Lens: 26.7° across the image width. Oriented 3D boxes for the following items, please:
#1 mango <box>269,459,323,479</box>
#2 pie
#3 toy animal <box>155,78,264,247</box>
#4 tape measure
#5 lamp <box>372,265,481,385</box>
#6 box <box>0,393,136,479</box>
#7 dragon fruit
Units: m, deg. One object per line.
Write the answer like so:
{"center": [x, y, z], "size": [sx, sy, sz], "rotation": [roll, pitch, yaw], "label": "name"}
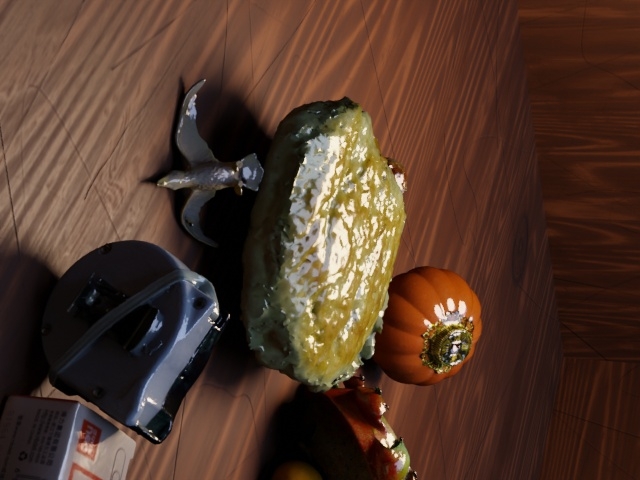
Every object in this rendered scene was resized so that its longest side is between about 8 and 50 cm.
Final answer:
{"center": [-0.032, 0.387, 2.023], "size": [0.184, 0.085, 0.102], "rotation": [82, -2, -69], "label": "mango"}
{"center": [-0.009, 0.008, 1.872], "size": [0.418, 0.180, 0.395], "rotation": [35, 66, -71], "label": "pie"}
{"center": [-0.137, -0.084, 1.644], "size": [0.155, 0.095, 0.219], "rotation": [-34, 124, -71], "label": "toy animal"}
{"center": [-0.196, 0.092, 1.382], "size": [0.182, 0.181, 0.107], "rotation": [-62, 152, -13], "label": "tape measure"}
{"center": [0.185, 0.153, 2.417], "size": [0.223, 0.196, 0.223], "rotation": [-15, 118, -29], "label": "lamp"}
{"center": [-0.266, 0.258, 1.333], "size": [0.133, 0.099, 0.182], "rotation": [57, 40, -56], "label": "box"}
{"center": [0.052, 0.330, 2.068], "size": [0.268, 0.130, 0.295], "rotation": [60, -13, 6], "label": "dragon fruit"}
